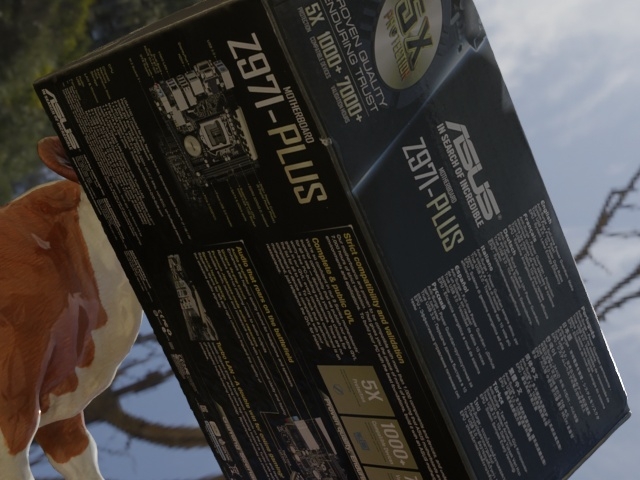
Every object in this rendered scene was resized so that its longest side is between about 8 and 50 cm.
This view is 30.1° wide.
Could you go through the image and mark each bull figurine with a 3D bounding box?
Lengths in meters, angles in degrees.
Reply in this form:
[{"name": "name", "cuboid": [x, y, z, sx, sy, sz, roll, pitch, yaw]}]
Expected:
[{"name": "bull figurine", "cuboid": [-0.180, 0.059, 0.562, 0.310, 0.101, 0.188, -16, -119, -2]}]

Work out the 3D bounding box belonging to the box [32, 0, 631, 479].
[{"name": "box", "cuboid": [0.000, 0.000, 0.410, 0.077, 0.180, 0.147, -33, -165, -35]}]
